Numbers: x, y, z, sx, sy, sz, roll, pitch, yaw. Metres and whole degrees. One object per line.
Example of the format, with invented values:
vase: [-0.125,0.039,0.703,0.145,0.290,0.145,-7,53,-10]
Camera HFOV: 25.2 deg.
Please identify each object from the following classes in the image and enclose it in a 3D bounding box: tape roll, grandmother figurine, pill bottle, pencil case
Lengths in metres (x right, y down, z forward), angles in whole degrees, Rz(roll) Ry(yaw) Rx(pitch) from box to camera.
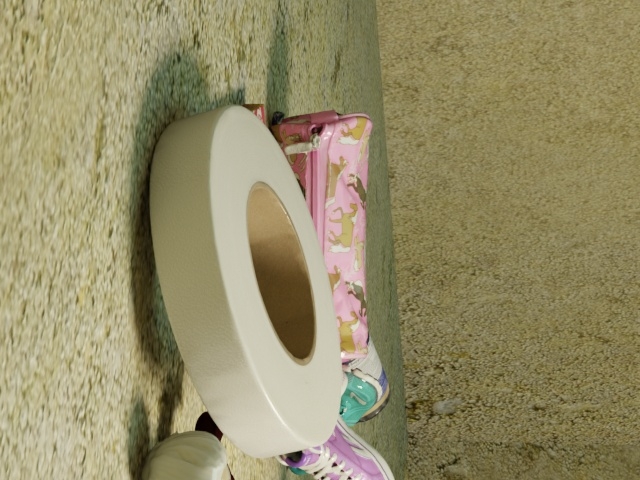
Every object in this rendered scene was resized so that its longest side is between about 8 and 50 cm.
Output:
tape roll: [-0.072,0.045,1.571,0.392,0.072,0.392,-16,90,-75]
grandmother figurine: [-0.117,0.280,1.546,0.342,0.104,0.208,77,6,-67]
pill bottle: [0.033,0.197,2.428,0.123,0.122,0.219,-80,154,-50]
pencil case: [0.000,0.000,2.138,0.167,0.160,0.386,1,90,-40]

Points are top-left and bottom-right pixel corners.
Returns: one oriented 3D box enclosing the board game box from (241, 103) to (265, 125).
board game box: [-0.106,-0.101,1.828,0.259,0.039,0.124,-46,135,-74]

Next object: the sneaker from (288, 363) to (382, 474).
sneaker: [0.017,0.283,2.248,0.275,0.107,0.110,119,-6,-51]

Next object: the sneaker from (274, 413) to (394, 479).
sneaker: [0.002,0.330,2.113,0.282,0.102,0.161,52,22,-7]

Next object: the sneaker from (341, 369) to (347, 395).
sneaker: [-0.044,0.138,1.848,0.305,0.152,0.114,78,17,-51]
